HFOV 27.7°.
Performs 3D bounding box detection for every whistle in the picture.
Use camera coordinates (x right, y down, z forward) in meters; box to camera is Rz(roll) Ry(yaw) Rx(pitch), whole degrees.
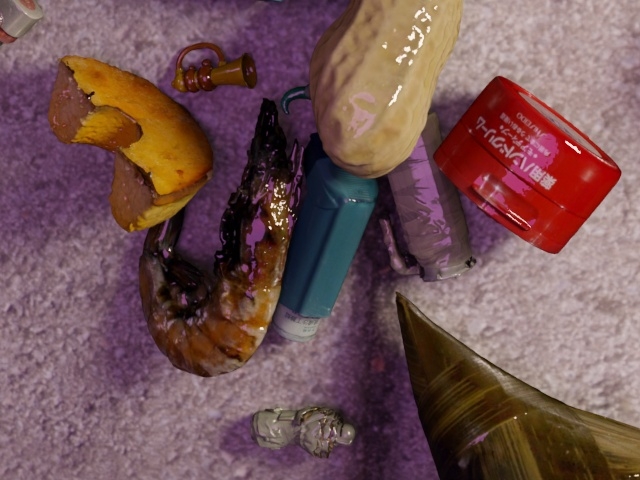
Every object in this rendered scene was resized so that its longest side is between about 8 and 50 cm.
[{"bbox_3d":[-0.138,-0.214,1.620,0.109,0.046,0.057,-1,117,19],"label":"whistle"}]

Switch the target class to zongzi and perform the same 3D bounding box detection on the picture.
[{"bbox_3d":[0.313,0.228,1.558,0.403,0.208,0.432,-15,87,10],"label":"zongzi"}]

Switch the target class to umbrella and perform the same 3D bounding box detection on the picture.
[{"bbox_3d":[-0.023,0.247,1.690,0.143,0.062,0.067,3,72,18],"label":"umbrella"}]

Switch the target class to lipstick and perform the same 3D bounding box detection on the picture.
[{"bbox_3d":[-0.444,-0.250,1.672,0.186,0.057,0.063,-39,92,20],"label":"lipstick"}]

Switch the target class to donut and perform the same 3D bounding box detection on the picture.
[{"bbox_3d":[-0.219,-0.116,1.603,0.259,0.152,0.101,51,127,31],"label":"donut"}]

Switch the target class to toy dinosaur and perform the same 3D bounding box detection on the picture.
[{"bbox_3d":[0.017,-0.176,1.573,0.132,0.059,0.096,-5,86,6],"label":"toy dinosaur"}]

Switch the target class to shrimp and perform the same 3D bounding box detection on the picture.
[{"bbox_3d":[-0.136,-0.008,1.632,0.233,0.071,0.365,18,102,33],"label":"shrimp"}]

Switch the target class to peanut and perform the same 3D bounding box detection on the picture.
[{"bbox_3d":[0.077,-0.224,1.484,0.152,0.152,0.313,20,81,7],"label":"peanut"}]

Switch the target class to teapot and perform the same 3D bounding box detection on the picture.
[{"bbox_3d":[0.115,-0.047,1.584,0.107,0.077,0.200,-14,99,20],"label":"teapot"}]

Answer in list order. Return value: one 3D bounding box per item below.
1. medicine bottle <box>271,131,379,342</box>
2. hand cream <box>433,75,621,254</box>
[{"bbox_3d":[0.000,0.000,1.607,0.079,0.124,0.258,4,122,-27],"label":"medicine bottle"},{"bbox_3d":[0.237,-0.088,1.488,0.193,0.193,0.125,37,105,2],"label":"hand cream"}]
